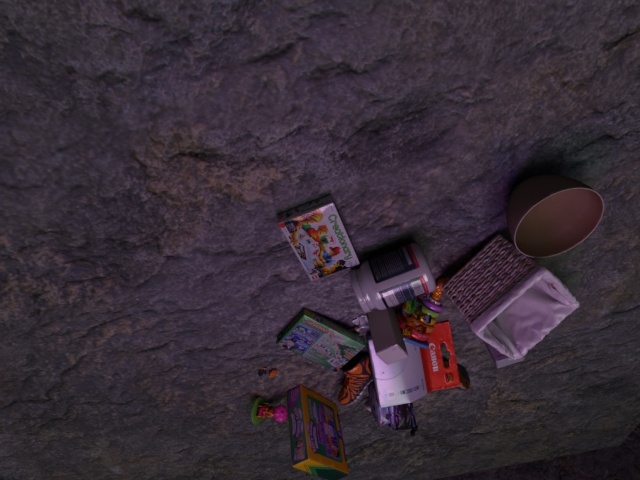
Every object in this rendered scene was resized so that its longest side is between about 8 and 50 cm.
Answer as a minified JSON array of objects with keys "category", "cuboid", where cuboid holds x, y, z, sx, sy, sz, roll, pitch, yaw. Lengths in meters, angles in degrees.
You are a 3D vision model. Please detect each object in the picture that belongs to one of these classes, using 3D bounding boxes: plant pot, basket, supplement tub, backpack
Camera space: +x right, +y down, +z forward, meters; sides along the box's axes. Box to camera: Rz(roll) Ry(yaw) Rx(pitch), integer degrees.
[{"category":"plant pot","cuboid":[0.742,-0.108,1.419,0.284,0.190,0.284,-5,131,-5]},{"category":"basket","cuboid":[0.700,0.213,1.598,0.328,0.266,0.331,33,105,-34]},{"category":"supplement tub","cuboid":[0.261,0.138,1.548,0.272,0.191,0.191,-22,131,9]},{"category":"backpack","cuboid":[0.341,0.764,2.054,0.213,0.276,0.263,0,174,-1]}]

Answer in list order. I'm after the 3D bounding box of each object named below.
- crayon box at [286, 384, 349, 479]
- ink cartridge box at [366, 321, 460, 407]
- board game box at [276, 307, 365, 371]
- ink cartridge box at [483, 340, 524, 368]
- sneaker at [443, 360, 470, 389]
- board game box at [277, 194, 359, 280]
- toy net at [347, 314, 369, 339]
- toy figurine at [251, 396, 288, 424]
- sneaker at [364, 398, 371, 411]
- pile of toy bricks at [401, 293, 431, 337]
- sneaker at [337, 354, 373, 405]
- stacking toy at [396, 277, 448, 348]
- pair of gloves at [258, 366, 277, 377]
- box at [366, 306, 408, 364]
[{"category":"crayon box","cuboid":[-0.020,0.936,2.077,0.106,0.362,0.313,-35,127,19]},{"category":"ink cartridge box","cuboid":[0.416,0.545,1.883,0.385,0.091,0.307,-10,91,1]},{"category":"board game box","cuboid":[0.003,0.431,1.817,0.317,0.046,0.213,31,119,-19]},{"category":"ink cartridge box","cuboid":[0.831,0.481,1.957,0.128,0.175,0.072,-20,131,8]},{"category":"sneaker","cuboid":[0.647,0.691,2.174,0.296,0.111,0.131,34,135,-31]},{"category":"board game box","cuboid":[0.000,0.000,1.473,0.193,0.053,0.305,-21,131,8]},{"category":"toy net","cuboid":[0.162,0.417,1.869,0.122,0.045,0.232,16,126,-21]},{"category":"toy figurine","cuboid":[-0.229,0.848,2.096,0.159,0.130,0.173,0,157,21]},{"category":"sneaker","cuboid":[0.330,0.819,2.235,0.225,0.088,0.092,-26,123,2]},{"category":"pile of toy bricks","cuboid":[0.353,0.263,1.648,0.105,0.212,0.118,31,151,-31]},{"category":"sneaker","cuboid":[0.139,0.649,2.034,0.180,0.124,0.321,26,111,-24]},{"category":"stacking toy","cuboid":[0.433,0.276,1.748,0.166,0.175,0.301,23,110,-21]},{"category":"pair of gloves","cuboid":[-0.247,0.618,1.996,0.083,0.010,0.074,13,127,-19]},{"category":"box","cuboid":[0.248,0.329,1.654,0.094,0.275,0.113,-28,129,17]}]
